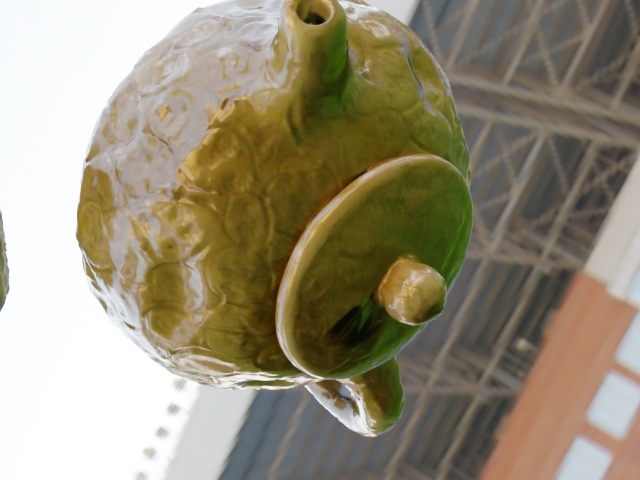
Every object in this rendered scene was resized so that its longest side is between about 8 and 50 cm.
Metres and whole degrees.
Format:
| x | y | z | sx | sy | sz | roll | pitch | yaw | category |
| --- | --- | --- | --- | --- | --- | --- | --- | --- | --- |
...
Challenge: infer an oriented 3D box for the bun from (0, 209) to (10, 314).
| x | y | z | sx | sy | sz | roll | pitch | yaw | category |
| --- | --- | --- | --- | --- | --- | --- | --- | --- | --- |
| -0.286 | 0.038 | 0.848 | 0.273 | 0.168 | 0.273 | -38 | -26 | -23 | bun |

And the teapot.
| x | y | z | sx | sy | sz | roll | pitch | yaw | category |
| --- | --- | --- | --- | --- | --- | --- | --- | --- | --- |
| 0.000 | 0.000 | 0.754 | 0.203 | 0.167 | 0.311 | -35 | -39 | -22 | teapot |
